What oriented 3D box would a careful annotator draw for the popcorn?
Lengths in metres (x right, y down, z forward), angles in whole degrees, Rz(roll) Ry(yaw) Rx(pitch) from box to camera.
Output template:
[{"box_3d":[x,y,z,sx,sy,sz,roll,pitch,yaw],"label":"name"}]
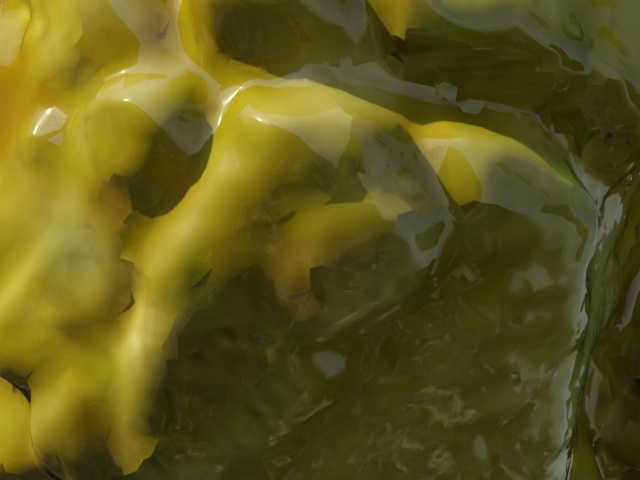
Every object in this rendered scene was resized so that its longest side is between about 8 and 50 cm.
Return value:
[{"box_3d":[0.000,0.000,0.475,0.224,0.258,0.270,-92,159,-55],"label":"popcorn"}]
